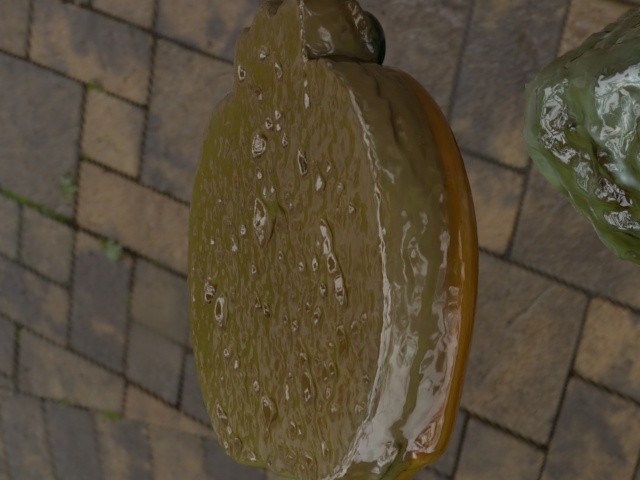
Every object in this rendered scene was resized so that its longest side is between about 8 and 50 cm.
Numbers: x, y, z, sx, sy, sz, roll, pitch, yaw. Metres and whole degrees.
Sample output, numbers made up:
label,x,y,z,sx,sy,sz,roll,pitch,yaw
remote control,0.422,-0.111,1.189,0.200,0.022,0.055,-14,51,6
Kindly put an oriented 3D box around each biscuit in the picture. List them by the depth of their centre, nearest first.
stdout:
label,x,y,z,sx,sy,sz,roll,pitch,yaw
biscuit,0.004,0.000,0.427,0.170,0.050,0.170,4,95,64

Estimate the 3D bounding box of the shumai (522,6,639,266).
label,x,y,z,sx,sy,sz,roll,pitch,yaw
shumai,0.278,0.008,0.619,0.330,0.292,0.288,-10,104,10
